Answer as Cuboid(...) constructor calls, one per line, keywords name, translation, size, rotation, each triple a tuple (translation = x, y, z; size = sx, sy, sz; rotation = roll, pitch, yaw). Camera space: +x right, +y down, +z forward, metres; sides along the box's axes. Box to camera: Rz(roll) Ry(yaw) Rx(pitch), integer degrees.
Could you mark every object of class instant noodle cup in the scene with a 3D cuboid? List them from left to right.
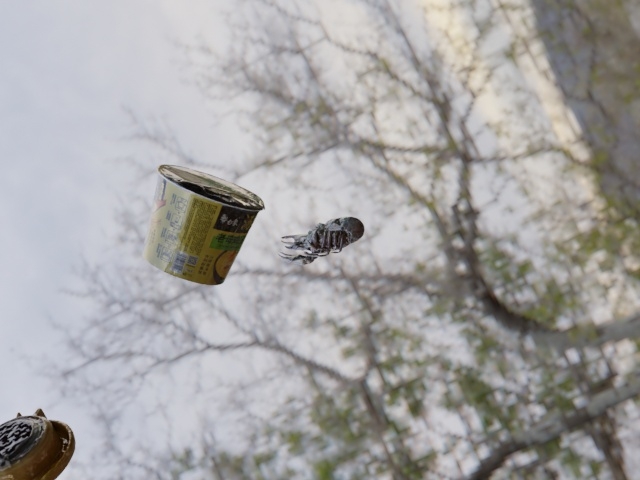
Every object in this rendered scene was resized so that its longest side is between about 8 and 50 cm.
Cuboid(name="instant noodle cup", translation=(-0.160, -0.019, 1.774), size=(0.151, 0.122, 0.151), rotation=(22, -170, -4))

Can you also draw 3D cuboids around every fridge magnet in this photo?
Cuboid(name="fridge magnet", translation=(-0.361, 0.260, 1.644), size=(0.143, 0.143, 0.063), rotation=(-86, -23, -60))

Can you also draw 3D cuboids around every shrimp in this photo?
Cuboid(name="shrimp", translation=(-0.003, 0.003, 1.196), size=(0.029, 0.092, 0.038), rotation=(50, -133, -22))
